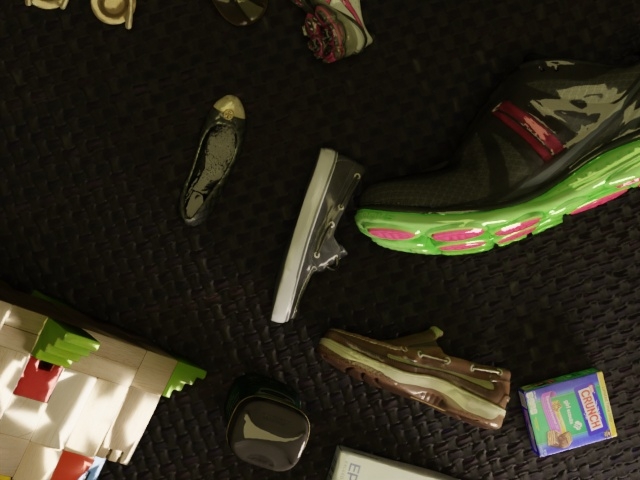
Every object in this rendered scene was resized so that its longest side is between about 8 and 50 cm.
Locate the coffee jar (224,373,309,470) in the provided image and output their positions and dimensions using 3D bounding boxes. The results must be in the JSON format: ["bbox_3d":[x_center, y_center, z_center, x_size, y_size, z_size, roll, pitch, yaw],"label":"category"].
[{"bbox_3d":[-0.067,0.220,1.570,0.096,0.184,0.079,20,92,-6],"label":"coffee jar"}]

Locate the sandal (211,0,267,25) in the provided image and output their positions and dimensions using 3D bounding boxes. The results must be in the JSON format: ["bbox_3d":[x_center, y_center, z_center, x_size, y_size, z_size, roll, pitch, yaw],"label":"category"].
[{"bbox_3d":[-0.128,-0.371,1.585,0.090,0.060,0.219,-27,111,3],"label":"sandal"}]

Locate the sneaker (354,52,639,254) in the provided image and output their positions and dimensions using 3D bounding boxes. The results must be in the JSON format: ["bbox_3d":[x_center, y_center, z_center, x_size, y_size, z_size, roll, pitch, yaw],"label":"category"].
[{"bbox_3d":[0.259,-0.119,1.602,0.483,0.185,0.202,-22,78,-6],"label":"sneaker"}]

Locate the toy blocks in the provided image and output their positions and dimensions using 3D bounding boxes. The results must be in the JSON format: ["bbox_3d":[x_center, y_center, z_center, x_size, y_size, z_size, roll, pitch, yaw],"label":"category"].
[{"bbox_3d":[-0.355,0.203,1.515,0.381,0.191,0.260,24,92,-40],"label":"toy blocks"}]

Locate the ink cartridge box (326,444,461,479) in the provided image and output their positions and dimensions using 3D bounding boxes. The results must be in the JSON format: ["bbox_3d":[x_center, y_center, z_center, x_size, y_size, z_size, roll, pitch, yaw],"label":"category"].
[{"bbox_3d":[0.096,0.401,1.671,0.224,0.045,0.223,16,93,-7],"label":"ink cartridge box"}]

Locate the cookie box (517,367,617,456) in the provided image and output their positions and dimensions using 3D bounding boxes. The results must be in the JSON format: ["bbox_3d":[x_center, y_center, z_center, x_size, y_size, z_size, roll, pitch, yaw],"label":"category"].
[{"bbox_3d":[0.322,0.223,1.680,0.107,0.040,0.091,-15,95,-5],"label":"cookie box"}]

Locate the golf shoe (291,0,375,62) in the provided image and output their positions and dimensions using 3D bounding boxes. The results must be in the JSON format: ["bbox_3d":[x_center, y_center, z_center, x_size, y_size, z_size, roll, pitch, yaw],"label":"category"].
[{"bbox_3d":[0.004,-0.314,1.603,0.086,0.067,0.186,-23,92,-35],"label":"golf shoe"}]

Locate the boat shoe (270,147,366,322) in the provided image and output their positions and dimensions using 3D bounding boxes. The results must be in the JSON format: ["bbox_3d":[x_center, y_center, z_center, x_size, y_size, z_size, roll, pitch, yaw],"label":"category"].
[{"bbox_3d":[0.000,0.000,1.618,0.076,0.080,0.228,18,85,-5],"label":"boat shoe"}]

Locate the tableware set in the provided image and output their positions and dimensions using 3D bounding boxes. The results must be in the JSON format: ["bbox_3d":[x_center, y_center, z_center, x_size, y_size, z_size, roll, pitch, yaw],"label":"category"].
[{"bbox_3d":[-0.284,-0.343,1.587,0.169,0.020,0.141,12,94,-7],"label":"tableware set"}]

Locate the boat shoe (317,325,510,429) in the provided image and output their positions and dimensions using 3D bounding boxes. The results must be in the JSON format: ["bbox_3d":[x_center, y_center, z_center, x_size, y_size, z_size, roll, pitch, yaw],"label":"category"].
[{"bbox_3d":[0.124,0.153,1.640,0.258,0.095,0.095,24,78,-13],"label":"boat shoe"}]

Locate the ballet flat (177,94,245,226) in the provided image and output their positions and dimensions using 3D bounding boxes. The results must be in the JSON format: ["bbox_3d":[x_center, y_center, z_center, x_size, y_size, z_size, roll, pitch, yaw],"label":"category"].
[{"bbox_3d":[-0.132,-0.098,1.606,0.058,0.049,0.173,18,93,-7],"label":"ballet flat"}]
